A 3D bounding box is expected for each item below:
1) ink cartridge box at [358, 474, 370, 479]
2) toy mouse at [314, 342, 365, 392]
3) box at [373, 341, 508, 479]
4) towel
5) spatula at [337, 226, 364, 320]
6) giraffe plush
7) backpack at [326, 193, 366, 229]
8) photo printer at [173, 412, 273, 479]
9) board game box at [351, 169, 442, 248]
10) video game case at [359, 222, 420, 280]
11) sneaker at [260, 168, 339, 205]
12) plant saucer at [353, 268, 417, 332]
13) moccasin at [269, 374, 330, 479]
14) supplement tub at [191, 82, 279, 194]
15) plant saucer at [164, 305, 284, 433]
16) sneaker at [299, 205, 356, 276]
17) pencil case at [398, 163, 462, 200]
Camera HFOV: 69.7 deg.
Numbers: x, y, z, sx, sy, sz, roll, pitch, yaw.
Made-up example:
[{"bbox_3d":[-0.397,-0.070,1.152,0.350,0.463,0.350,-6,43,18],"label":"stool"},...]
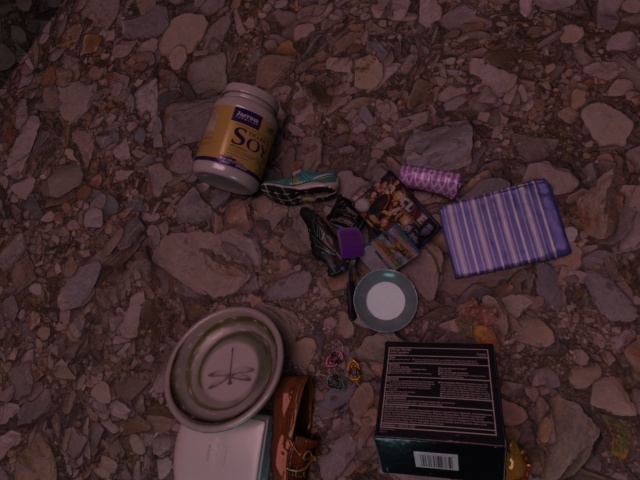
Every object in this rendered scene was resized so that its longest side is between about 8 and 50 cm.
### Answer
[{"bbox_3d":[0.064,0.825,1.254,0.283,0.117,0.207,-38,69,4],"label":"ink cartridge box"},{"bbox_3d":[0.053,0.402,1.416,0.143,0.031,0.160,-18,71,11],"label":"toy mouse"},{"bbox_3d":[0.308,0.430,1.185,0.297,0.182,0.294,-2,37,17],"label":"box"},{"bbox_3d":[0.548,-0.034,1.388,0.336,0.040,0.243,-14,74,15],"label":"towel"},{"bbox_3d":[0.098,0.107,1.432,0.084,0.030,0.296,-6,101,-23],"label":"spatula"},{"bbox_3d":[0.457,0.598,1.186,0.210,0.181,0.170,32,65,32],"label":"giraffe plush"},{"bbox_3d":[0.093,-0.078,1.504,0.114,0.084,0.104,26,83,18],"label":"backpack"},{"bbox_3d":[-0.306,0.647,1.418,0.308,0.107,0.255,4,77,18],"label":"photo printer"},{"bbox_3d":[0.236,-0.076,1.435,0.165,0.042,0.243,-43,91,3],"label":"board game box"},{"bbox_3d":[0.207,0.038,1.419,0.166,0.015,0.119,-39,92,29],"label":"video game case"},{"bbox_3d":[-0.071,-0.190,1.592,0.276,0.107,0.109,-2,56,12],"label":"sneaker"},{"bbox_3d":[0.200,0.185,1.419,0.195,0.037,0.194,-2,79,8],"label":"plant saucer"},{"bbox_3d":[-0.060,0.593,1.353,0.147,0.139,0.379,-11,63,23],"label":"moccasin"},{"bbox_3d":[-0.288,-0.350,1.607,0.241,0.241,0.331,13,80,19],"label":"supplement tub"},{"bbox_3d":[-0.289,0.404,1.443,0.401,0.100,0.400,-10,52,13],"label":"plant saucer"},{"bbox_3d":[0.000,0.000,1.504,0.106,0.101,0.267,-41,68,6],"label":"sneaker"},{"bbox_3d":[0.348,-0.187,1.461,0.206,0.086,0.088,15,104,21],"label":"pencil case"}]
